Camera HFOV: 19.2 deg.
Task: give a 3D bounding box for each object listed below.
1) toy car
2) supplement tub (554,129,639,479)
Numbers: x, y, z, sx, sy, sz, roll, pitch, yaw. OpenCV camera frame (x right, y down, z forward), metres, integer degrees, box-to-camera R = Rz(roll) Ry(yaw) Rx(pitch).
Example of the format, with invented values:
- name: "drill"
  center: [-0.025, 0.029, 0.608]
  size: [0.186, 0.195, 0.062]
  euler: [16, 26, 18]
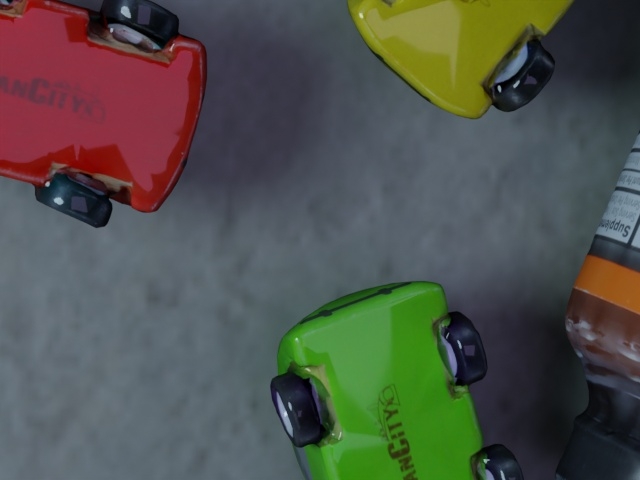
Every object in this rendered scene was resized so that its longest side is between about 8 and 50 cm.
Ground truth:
- name: "toy car"
  center: [0.000, 0.000, 0.546]
  size: [0.239, 0.053, 0.225]
  euler: [-18, 103, -13]
- name: "supplement tub"
  center: [0.139, -0.005, 0.559]
  size: [0.106, 0.106, 0.198]
  euler: [22, 91, -19]
